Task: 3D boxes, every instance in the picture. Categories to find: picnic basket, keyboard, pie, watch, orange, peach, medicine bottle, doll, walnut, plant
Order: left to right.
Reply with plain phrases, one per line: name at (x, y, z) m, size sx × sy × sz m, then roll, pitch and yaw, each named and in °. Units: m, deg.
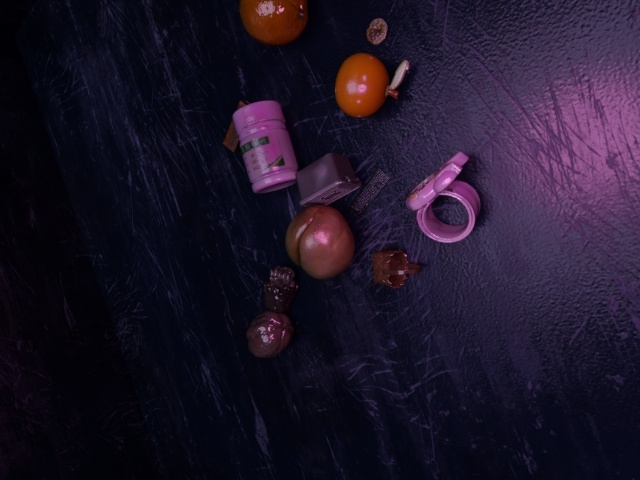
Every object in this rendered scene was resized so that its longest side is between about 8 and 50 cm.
medicine bottle at (-0.218, -0.374, 1.748) m, size 0.211 × 0.212 × 0.326 m, roll -15°, pitch 91°, yaw 35°
walnut at (-0.232, 0.421, 1.937) m, size 0.224 × 0.224 × 0.225 m, roll 8°, pitch 104°, yaw 33°
orange at (-0.169, -0.862, 1.603) m, size 0.263 × 0.264 × 0.265 m, roll 8°, pitch 104°, yaw 33°
plant at (-0.177, 0.213, 1.892) m, size 0.129 × 0.132 × 0.195 m, roll 24°, pitch 117°, yaw 26°
peach at (-0.001, 0.000, 1.663) m, size 0.292 × 0.247 × 0.293 m, roll 0°, pitch 90°, yaw 53°
keyboard at (0.185, -0.181, 1.636) m, size 0.064 × 0.010 × 0.198 m, roll 46°, pitch 121°, yaw 16°
doll at (0.168, -0.525, 1.469) m, size 0.235 × 0.213 × 0.214 m, roll 14°, pitch 108°, yaw 17°
pie at (0.199, -0.734, 1.505) m, size 0.084 × 0.019 × 0.085 m, roll 8°, pitch 105°, yaw 33°
picnic basket at (0.281, 0.104, 1.557) m, size 0.178 × 0.128 × 0.138 m, roll 5°, pitch 104°, yaw 43°
watch at (0.426, -0.127, 1.399) m, size 0.217 × 0.211 × 0.248 m, roll 46°, pitch 131°, yaw -3°

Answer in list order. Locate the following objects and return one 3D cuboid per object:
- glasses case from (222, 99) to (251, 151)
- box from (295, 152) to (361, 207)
glasses case at (-0.360, -0.507, 1.915) m, size 0.075 × 0.049 × 0.218 m, roll 39°, pitch 119°, yaw 14°
box at (0.021, -0.230, 1.655) m, size 0.243 × 0.163 × 0.135 m, roll -26°, pitch 76°, yaw 36°
